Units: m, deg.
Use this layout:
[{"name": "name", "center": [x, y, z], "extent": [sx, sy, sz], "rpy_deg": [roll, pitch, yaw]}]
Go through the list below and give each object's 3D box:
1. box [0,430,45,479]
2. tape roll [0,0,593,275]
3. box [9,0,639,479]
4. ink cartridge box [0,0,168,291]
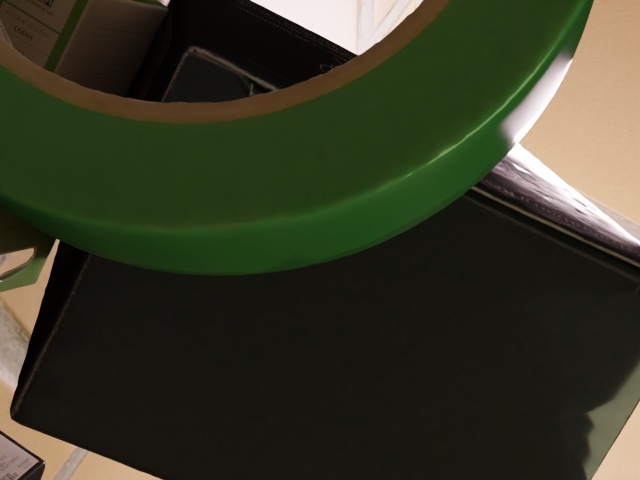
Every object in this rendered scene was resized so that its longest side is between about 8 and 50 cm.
[{"name": "box", "center": [-0.366, 0.333, 0.959], "extent": [0.293, 0.073, 0.296], "rpy_deg": [-38, 157, -58]}, {"name": "tape roll", "center": [-0.041, -0.149, 0.493], "extent": [0.321, 0.321, 0.077], "rpy_deg": [-57, 168, -9]}, {"name": "box", "center": [0.000, 0.000, 0.766], "extent": [0.212, 0.293, 0.395], "rpy_deg": [-62, -166, 12]}, {"name": "ink cartridge box", "center": [-0.183, -0.070, 0.737], "extent": [0.209, 0.062, 0.109], "rpy_deg": [-62, 169, 13]}]
